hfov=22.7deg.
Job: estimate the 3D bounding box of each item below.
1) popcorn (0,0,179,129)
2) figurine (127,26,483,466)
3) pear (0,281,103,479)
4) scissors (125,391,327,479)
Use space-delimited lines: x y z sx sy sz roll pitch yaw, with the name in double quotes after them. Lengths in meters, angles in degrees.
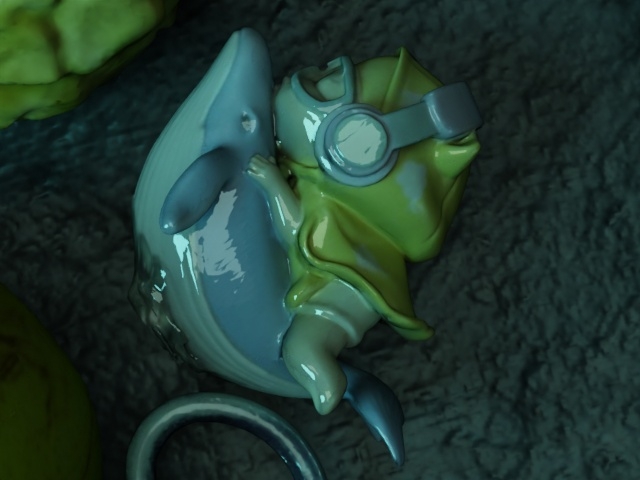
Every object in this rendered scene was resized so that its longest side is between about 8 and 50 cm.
-0.140 -0.151 0.701 0.250 0.250 0.190 -27 105 -1 "popcorn"
0.000 0.000 0.737 0.184 0.128 0.208 -24 93 -3 "figurine"
-0.228 0.119 0.666 0.283 0.283 0.283 0 85 1 "pear"
0.068 0.237 0.749 0.383 0.029 0.256 17 95 -1 "scissors"
